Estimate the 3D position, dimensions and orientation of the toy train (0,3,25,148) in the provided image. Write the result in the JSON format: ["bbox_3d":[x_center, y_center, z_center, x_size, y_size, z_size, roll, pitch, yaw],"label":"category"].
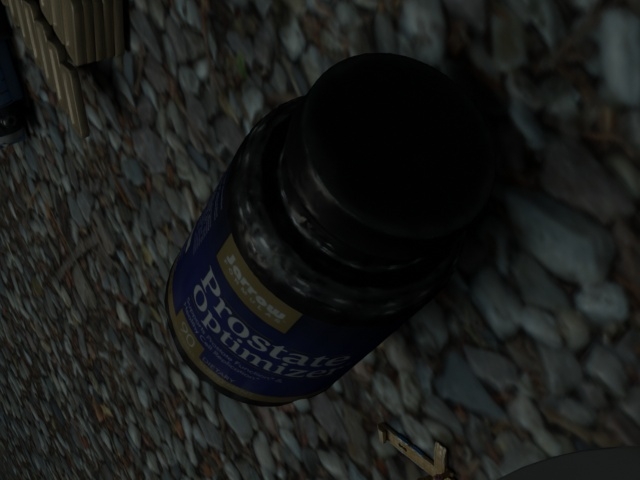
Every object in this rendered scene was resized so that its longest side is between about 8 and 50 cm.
[{"bbox_3d":[-0.339,-0.167,1.099,0.105,0.080,0.184,10,120,51],"label":"toy train"}]

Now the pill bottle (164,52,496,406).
[{"bbox_3d":[0.000,0.000,0.589,0.123,0.123,0.219,60,151,12],"label":"pill bottle"}]

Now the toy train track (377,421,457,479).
[{"bbox_3d":[0.060,0.139,0.708,0.083,0.014,0.048,33,138,47],"label":"toy train track"}]

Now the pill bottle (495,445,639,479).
[{"bbox_3d":[0.144,0.281,0.463,0.210,0.210,0.363,25,131,51],"label":"pill bottle"}]

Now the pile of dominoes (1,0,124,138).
[{"bbox_3d":[-0.221,-0.226,0.915,0.251,0.040,0.196,55,152,37],"label":"pile of dominoes"}]
